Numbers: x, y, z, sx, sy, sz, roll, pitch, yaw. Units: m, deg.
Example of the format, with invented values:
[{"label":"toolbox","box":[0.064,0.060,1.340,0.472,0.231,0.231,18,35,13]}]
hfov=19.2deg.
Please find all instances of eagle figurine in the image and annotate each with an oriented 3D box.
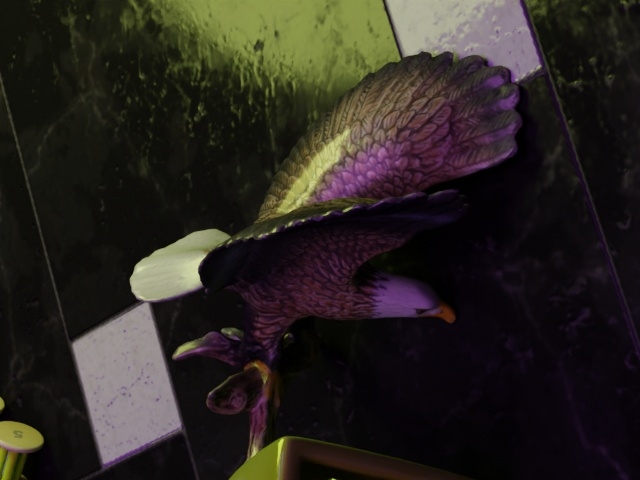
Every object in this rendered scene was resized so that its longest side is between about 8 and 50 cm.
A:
[{"label":"eagle figurine","box":[0.010,0.001,1.408,0.226,0.225,0.298,59,140,38]}]

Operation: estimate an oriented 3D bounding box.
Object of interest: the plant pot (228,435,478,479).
[{"label":"plant pot","box":[0.005,0.291,1.363,0.207,0.228,0.227,-30,50,47]}]

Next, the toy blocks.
[{"label":"toy blocks","box":[-0.330,0.234,1.838,0.123,0.054,0.148,35,115,39]}]
